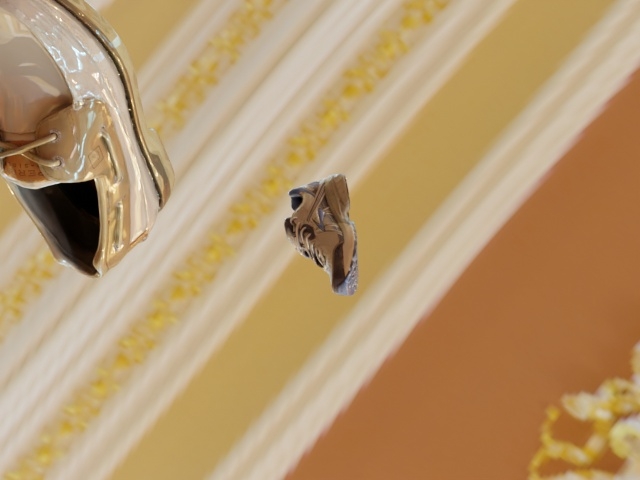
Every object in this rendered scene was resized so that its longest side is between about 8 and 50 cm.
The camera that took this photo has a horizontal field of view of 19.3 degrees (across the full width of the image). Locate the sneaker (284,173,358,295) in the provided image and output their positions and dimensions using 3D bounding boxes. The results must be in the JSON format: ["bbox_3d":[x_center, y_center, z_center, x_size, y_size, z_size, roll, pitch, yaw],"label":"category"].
[{"bbox_3d":[0.000,0.000,1.564,0.058,0.052,0.135,-6,-141,-4],"label":"sneaker"}]

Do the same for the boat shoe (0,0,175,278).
[{"bbox_3d":[-0.195,-0.085,1.387,0.113,0.302,0.103,7,-122,28],"label":"boat shoe"}]
